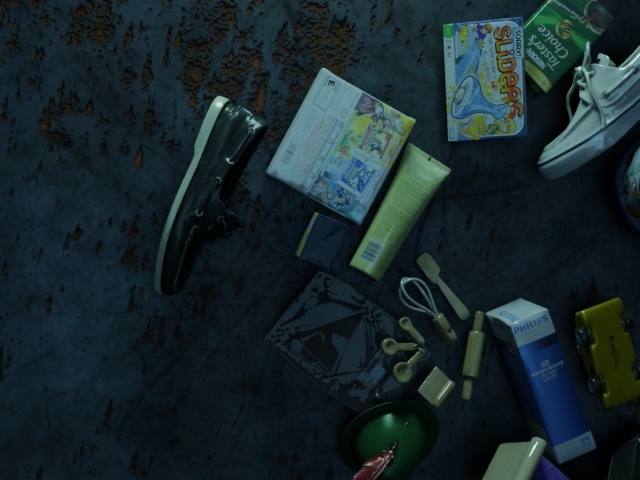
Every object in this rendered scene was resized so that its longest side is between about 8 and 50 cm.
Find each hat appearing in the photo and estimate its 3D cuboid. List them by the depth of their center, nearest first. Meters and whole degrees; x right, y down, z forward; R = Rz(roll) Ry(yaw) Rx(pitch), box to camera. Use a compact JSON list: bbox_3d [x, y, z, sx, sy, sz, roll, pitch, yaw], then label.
[{"bbox_3d":[0.128,0.393,1.482,0.208,0.184,0.173,-22,121,-2],"label":"hat"}]

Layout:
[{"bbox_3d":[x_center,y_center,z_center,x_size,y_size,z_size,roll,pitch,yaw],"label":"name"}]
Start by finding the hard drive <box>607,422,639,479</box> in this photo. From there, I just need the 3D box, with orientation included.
[{"bbox_3d":[0.578,0.480,1.492,0.064,0.339,0.237,-42,87,27],"label":"hard drive"}]

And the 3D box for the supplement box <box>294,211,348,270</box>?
[{"bbox_3d":[0.000,0.000,1.508,0.056,0.083,0.083,23,91,-9],"label":"supplement box"}]

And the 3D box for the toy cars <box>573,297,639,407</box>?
[{"bbox_3d":[0.593,0.247,1.614,0.393,0.087,0.177,31,90,-13],"label":"toy cars"}]

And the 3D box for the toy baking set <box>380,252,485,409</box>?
[{"bbox_3d":[0.206,0.159,1.543,0.196,0.030,0.256,25,69,-22],"label":"toy baking set"}]

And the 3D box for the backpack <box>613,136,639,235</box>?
[{"bbox_3d":[0.641,-0.110,1.529,0.263,0.213,0.277,-38,92,-12],"label":"backpack"}]

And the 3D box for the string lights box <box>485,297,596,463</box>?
[{"bbox_3d":[0.382,0.242,1.556,0.076,0.133,0.260,-21,97,-5],"label":"string lights box"}]

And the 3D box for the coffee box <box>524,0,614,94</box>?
[{"bbox_3d":[0.413,-0.358,1.560,0.184,0.040,0.113,-45,99,-2],"label":"coffee box"}]

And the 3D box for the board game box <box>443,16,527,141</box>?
[{"bbox_3d":[0.284,-0.274,1.527,0.136,0.035,0.201,-3,95,16],"label":"board game box"}]

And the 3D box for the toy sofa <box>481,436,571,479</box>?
[{"bbox_3d":[0.441,0.497,1.485,0.362,0.177,0.150,42,62,-11],"label":"toy sofa"}]

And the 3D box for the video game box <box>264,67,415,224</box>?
[{"bbox_3d":[0.034,-0.160,1.520,0.187,0.048,0.205,29,90,-7],"label":"video game box"}]

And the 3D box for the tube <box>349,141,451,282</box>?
[{"bbox_3d":[0.134,-0.044,1.542,0.070,0.062,0.240,36,82,-53],"label":"tube"}]

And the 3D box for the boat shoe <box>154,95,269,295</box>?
[{"bbox_3d":[-0.173,-0.060,1.459,0.113,0.127,0.340,19,82,3],"label":"boat shoe"}]

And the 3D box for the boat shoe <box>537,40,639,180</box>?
[{"bbox_3d":[0.490,-0.268,1.512,0.367,0.136,0.156,-41,94,15],"label":"boat shoe"}]

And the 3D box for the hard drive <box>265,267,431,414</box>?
[{"bbox_3d":[0.047,0.181,1.543,0.254,0.054,0.172,38,88,-10],"label":"hard drive"}]
